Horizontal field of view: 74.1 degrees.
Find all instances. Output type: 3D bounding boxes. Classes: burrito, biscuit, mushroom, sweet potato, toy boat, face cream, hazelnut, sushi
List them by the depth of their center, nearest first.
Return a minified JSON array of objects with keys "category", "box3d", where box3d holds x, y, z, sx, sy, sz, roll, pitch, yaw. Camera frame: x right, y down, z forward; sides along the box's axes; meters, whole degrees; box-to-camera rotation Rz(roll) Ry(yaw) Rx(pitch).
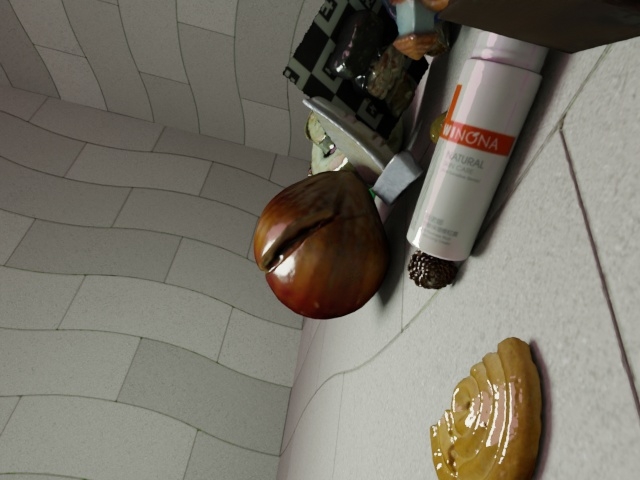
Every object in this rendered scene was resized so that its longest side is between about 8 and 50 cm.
[{"category":"biscuit","box3d":[0.173,0.221,0.467,0.144,0.033,0.224,-82,6,-49]},{"category":"face cream","box3d":[0.215,-0.144,0.576,0.102,0.102,0.345,-89,12,-68]},{"category":"sweet potato","box3d":[0.236,-0.191,0.734,0.249,0.060,0.069,-102,6,-71]},{"category":"sushi","box3d":[0.138,-0.389,0.971,0.100,0.373,0.296,30,90,45]},{"category":"toy boat","box3d":[0.116,-0.194,0.982,0.111,0.293,0.276,-45,-20,-2]},{"category":"burrito","box3d":[0.281,-0.523,0.989,0.087,0.061,0.225,35,-119,-54]},{"category":"hazelnut","box3d":[0.000,0.000,1.088,0.409,0.360,0.358,-109,32,-74]},{"category":"mushroom","box3d":[0.092,-0.302,1.278,0.352,0.261,0.351,-30,52,46]}]

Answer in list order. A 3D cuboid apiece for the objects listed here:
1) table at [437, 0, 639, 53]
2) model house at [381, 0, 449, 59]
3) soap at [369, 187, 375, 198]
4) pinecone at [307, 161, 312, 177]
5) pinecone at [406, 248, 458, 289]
[{"category":"table","box3d":[0.232,-0.302,0.385,0.169,0.173,0.193,-93,16,-73]},{"category":"model house","box3d":[0.248,-0.536,0.814,0.295,0.252,0.328,21,122,62]},{"category":"soap","box3d":[0.157,-0.245,1.505,0.218,0.098,0.273,-114,37,-82]},{"category":"pinecone","box3d":[0.073,-0.316,1.846,0.257,0.244,0.243,-16,-50,-47]},{"category":"pinecone","box3d":[0.177,0.040,0.675,0.083,0.077,0.077,-61,-13,-70]}]
